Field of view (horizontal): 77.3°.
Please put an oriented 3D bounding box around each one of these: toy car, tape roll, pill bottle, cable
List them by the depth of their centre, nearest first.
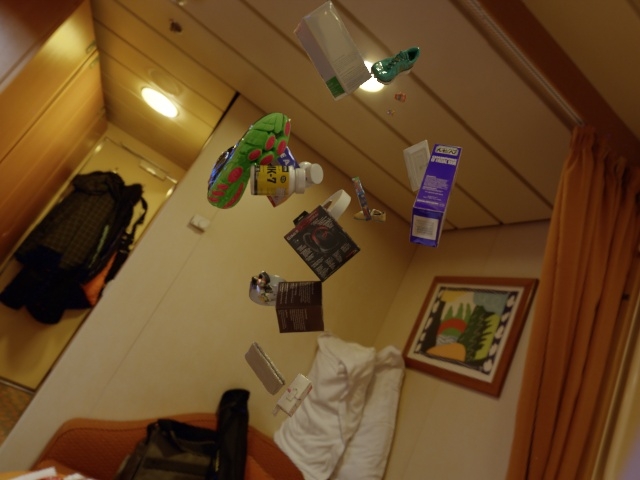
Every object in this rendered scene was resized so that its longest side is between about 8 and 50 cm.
[{"bbox_3d":[-0.168,-0.234,1.566,0.209,0.119,0.119,-1,-14,-9],"label":"pill bottle"},{"bbox_3d":[0.330,-0.591,1.750,0.041,0.060,0.122,1,-46,-22],"label":"toy car"},{"bbox_3d":[-0.286,0.194,1.816,0.287,0.072,0.139,17,-60,61],"label":"cable"},{"bbox_3d":[-0.289,0.282,2.243,0.220,0.072,0.219,-1,-39,-1],"label":"tape roll"},{"bbox_3d":[0.026,-0.149,2.455,0.072,0.392,0.392,43,-20,-13],"label":"tape roll"},{"bbox_3d":[-0.137,-0.412,2.554,0.302,0.169,0.169,1,-31,40],"label":"pill bottle"}]

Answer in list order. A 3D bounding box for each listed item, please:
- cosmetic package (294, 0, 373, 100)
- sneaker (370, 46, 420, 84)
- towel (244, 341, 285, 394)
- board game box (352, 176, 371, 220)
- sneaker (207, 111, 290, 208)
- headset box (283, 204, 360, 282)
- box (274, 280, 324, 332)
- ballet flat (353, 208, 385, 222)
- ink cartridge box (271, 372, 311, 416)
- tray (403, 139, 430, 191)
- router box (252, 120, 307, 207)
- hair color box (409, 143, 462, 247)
[{"bbox_3d":[0.057,-0.843,1.806,0.365,0.155,0.197,54,-6,-17],"label":"cosmetic package"},{"bbox_3d":[0.304,-0.724,1.631,0.107,0.275,0.110,52,-31,-1],"label":"sneaker"},{"bbox_3d":[-0.304,0.698,2.182,0.282,0.049,0.187,50,-44,16],"label":"towel"},{"bbox_3d":[0.216,-0.215,2.077,0.035,0.136,0.201,-18,-42,6],"label":"board game box"},{"bbox_3d":[-0.322,-0.352,1.653,0.185,0.483,0.202,31,20,-47],"label":"sneaker"},{"bbox_3d":[0.000,0.000,1.746,0.293,0.218,0.110,48,6,2],"label":"headset box"},{"bbox_3d":[-0.089,0.296,1.788,0.204,0.167,0.168,-3,-54,1],"label":"box"},{"bbox_3d":[0.295,-0.155,2.402,0.233,0.073,0.080,3,17,-34],"label":"ballet flat"},{"bbox_3d":[-0.121,0.690,1.737,0.067,0.198,0.115,31,-26,22],"label":"ink cartridge box"},{"bbox_3d":[0.553,-0.405,2.212,0.030,0.145,0.270,-120,-174,-55],"label":"tray"},{"bbox_3d":[-0.233,-0.357,1.882,0.335,0.082,0.301,58,-28,0],"label":"router box"},{"bbox_3d":[0.411,-0.164,1.420,0.110,0.338,0.185,12,-36,17],"label":"hair color box"}]
